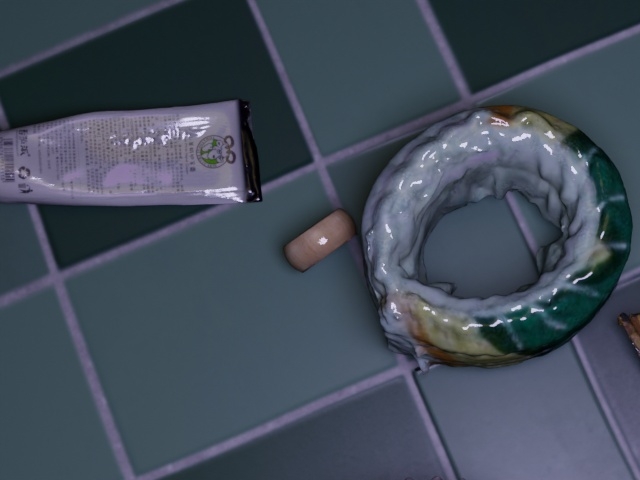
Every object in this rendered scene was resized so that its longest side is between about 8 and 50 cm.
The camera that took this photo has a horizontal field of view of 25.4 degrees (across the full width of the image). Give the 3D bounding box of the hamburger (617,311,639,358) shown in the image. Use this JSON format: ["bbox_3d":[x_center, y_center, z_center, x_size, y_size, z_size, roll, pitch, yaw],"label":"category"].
[{"bbox_3d":[0.397,0.117,1.457,0.176,0.087,0.102,-4,87,-1],"label":"hamburger"}]

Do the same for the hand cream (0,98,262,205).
[{"bbox_3d":[-0.236,-0.090,1.592,0.336,0.076,0.121,-4,81,-1],"label":"hand cream"}]

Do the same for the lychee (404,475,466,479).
[{"bbox_3d":[0.104,0.366,1.324,0.300,0.300,0.300,-2,76,6],"label":"lychee"}]

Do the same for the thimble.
[{"bbox_3d":[0.173,0.005,1.463,0.288,0.167,0.254,-39,74,-5],"label":"thimble"}]

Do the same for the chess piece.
[{"bbox_3d":[0.000,0.000,1.525,0.084,0.083,0.038,-33,89,-2],"label":"chess piece"}]
